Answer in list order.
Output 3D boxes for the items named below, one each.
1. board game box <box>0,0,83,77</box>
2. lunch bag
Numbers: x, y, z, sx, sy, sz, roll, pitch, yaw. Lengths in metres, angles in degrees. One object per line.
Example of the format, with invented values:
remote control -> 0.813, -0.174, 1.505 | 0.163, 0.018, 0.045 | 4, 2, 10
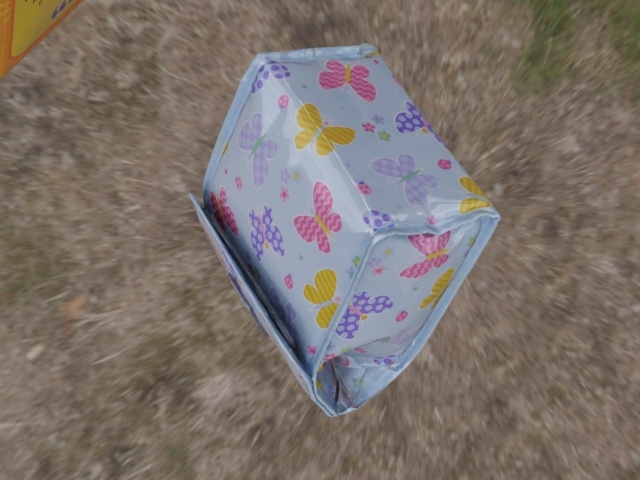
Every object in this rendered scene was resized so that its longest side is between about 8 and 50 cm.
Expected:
board game box -> -0.199, -0.392, 1.016 | 0.356, 0.356, 0.356 | 38, 65, 6
lunch bag -> 0.000, 0.000, 0.476 | 0.053, 0.083, 0.071 | -12, 55, -33
